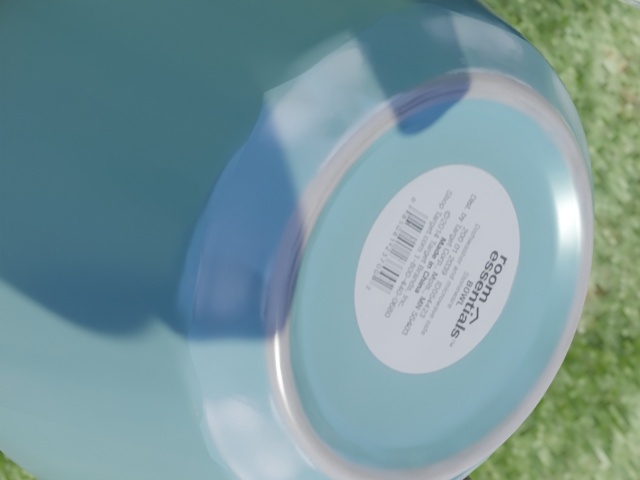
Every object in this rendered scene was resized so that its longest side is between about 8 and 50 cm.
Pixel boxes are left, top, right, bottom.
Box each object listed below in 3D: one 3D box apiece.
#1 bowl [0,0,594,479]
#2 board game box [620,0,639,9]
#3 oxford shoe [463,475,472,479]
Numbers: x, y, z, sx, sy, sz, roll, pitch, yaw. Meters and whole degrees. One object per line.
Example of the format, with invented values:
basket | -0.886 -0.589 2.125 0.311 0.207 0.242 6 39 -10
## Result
bowl | 0.000 0.000 0.757 0.312 0.163 0.311 -14 114 -35
board game box | 0.203 -0.182 0.763 0.053 0.305 0.193 14 103 -61
oxford shoe | 0.101 0.204 0.889 0.096 0.083 0.227 -41 114 -21
